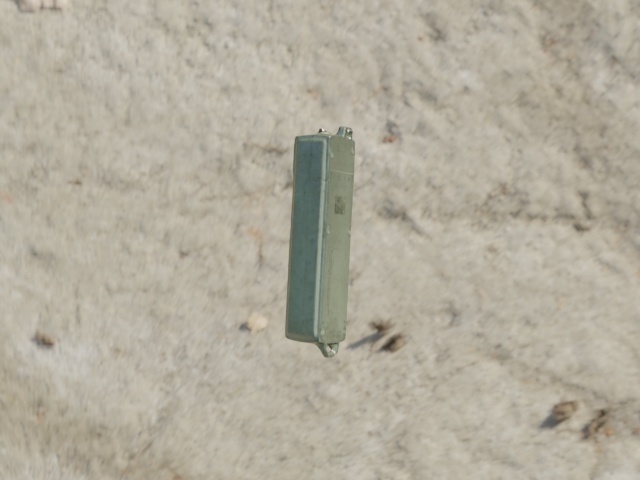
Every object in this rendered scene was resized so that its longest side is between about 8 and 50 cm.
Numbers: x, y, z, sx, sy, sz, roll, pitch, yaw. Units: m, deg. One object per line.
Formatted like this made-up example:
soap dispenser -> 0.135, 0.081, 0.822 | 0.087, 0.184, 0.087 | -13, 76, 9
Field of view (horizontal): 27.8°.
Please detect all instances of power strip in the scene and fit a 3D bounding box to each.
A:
power strip -> 0.000, 0.000, 1.524 | 0.052, 0.078, 0.272 | 3, 90, 29
